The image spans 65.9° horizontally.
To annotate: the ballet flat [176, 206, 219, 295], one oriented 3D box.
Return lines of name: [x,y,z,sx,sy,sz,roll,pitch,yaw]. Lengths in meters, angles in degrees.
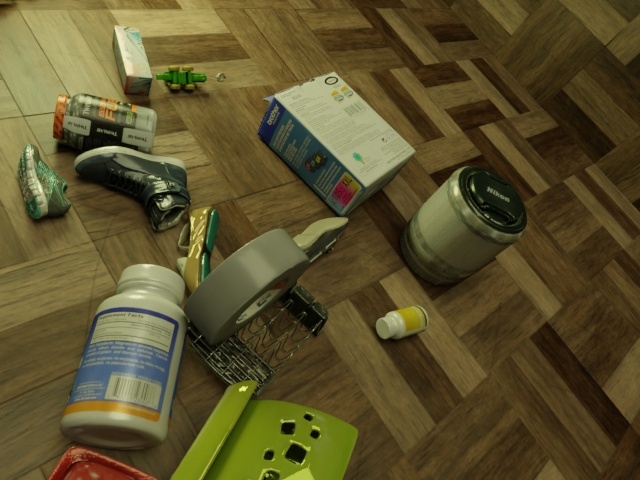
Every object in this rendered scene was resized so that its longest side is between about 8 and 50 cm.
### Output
ballet flat: [-0.254,0.031,1.004,0.073,0.080,0.232,-3,52,2]

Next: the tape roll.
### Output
tape roll: [-0.121,0.079,0.838,0.072,0.219,0.219,49,48,9]

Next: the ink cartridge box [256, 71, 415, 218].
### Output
ink cartridge box: [0.024,-0.287,1.327,0.395,0.151,0.270,47,47,6]

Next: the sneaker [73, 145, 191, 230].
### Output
sneaker: [-0.376,-0.103,1.007,0.226,0.086,0.163,1,55,-30]

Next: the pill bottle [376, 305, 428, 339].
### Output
pill bottle: [0.186,0.190,1.131,0.116,0.065,0.065,-8,62,-35]

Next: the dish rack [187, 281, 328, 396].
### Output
dish rack: [-0.123,0.165,0.971,0.208,0.074,0.271,42,49,6]

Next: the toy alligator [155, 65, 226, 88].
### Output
toy alligator: [-0.342,-0.425,1.289,0.190,0.056,0.051,-14,25,-36]

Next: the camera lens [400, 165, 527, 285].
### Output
camera lens: [0.358,-0.035,1.251,0.219,0.274,0.219,15,52,-20]

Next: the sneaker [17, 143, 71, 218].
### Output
sneaker: [-0.532,-0.112,0.953,0.076,0.065,0.166,0,59,-49]

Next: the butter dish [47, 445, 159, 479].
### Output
butter dish: [-0.311,0.374,0.675,0.160,0.118,0.160,28,48,-9]

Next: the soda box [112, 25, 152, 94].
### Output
soda box: [-0.469,-0.447,1.224,0.063,0.058,0.183,-6,61,-33]

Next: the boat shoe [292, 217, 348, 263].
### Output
boat shoe: [0.000,0.000,1.181,0.206,0.075,0.065,-33,121,-47]

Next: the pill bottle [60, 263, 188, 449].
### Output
pill bottle: [-0.301,0.180,0.800,0.152,0.152,0.272,16,50,-19]

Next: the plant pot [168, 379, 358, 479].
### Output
plant pot: [-0.105,0.359,0.740,0.207,0.227,0.228,31,48,2]

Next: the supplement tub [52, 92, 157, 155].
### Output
supplement tub: [-0.452,-0.240,1.042,0.190,0.117,0.117,8,54,-25]
